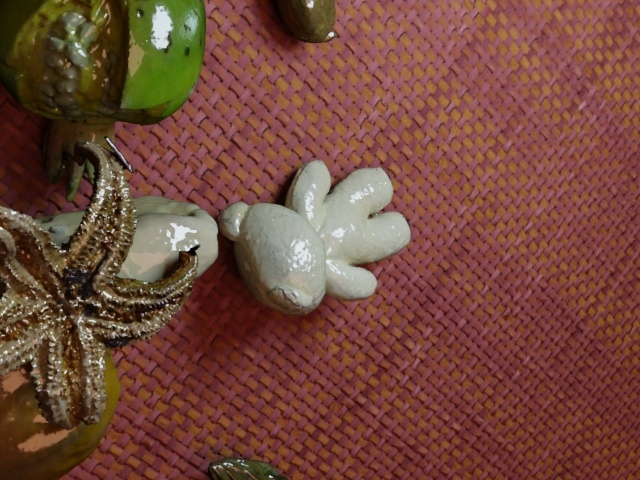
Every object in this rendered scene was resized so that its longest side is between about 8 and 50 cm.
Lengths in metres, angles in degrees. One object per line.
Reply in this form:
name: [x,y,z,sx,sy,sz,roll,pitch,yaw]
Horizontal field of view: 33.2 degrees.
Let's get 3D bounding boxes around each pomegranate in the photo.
pomegranate: [-0.242,-0.189,1.161,0.236,0.236,0.302,-11,137,-30]

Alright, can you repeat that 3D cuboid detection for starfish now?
starfish: [-0.255,0.039,1.051,0.312,0.113,0.303,39,70,-50]

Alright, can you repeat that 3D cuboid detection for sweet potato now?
sweet potato: [-0.040,-0.373,1.318,0.075,0.075,0.273,-23,109,-27]

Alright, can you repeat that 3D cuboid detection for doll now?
doll: [0.002,0.004,1.413,0.278,0.175,0.149,-24,151,-35]

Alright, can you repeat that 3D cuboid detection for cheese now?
cheese: [-0.247,0.012,1.215,0.263,0.159,0.093,-13,112,-31]

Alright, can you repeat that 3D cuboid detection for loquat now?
loquat: [-0.337,0.179,1.188,0.234,0.176,0.187,-27,75,-15]

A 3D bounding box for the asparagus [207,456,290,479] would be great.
asparagus: [-0.060,0.353,1.463,0.287,0.080,0.080,37,80,-41]
